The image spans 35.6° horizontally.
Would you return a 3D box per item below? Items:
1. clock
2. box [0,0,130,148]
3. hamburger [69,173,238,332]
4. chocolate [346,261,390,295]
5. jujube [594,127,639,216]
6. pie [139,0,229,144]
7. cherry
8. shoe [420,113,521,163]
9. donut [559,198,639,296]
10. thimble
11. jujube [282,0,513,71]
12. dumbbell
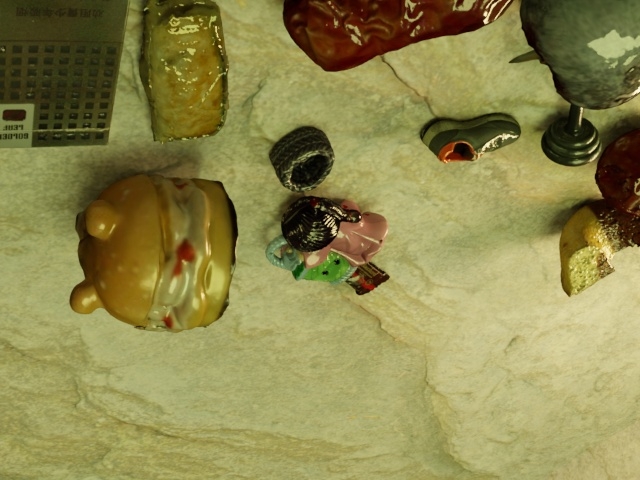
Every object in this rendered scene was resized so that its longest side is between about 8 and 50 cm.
[{"bbox_3d":[0.000,0.000,1.844,0.195,0.100,0.194,17,131,-40],"label":"clock"},{"bbox_3d":[-0.363,-0.254,1.355,0.180,0.047,0.325,-4,142,-23],"label":"box"},{"bbox_3d":[-0.276,0.019,1.587,0.237,0.276,0.276,1,139,-25],"label":"hamburger"},{"bbox_3d":[0.077,0.066,2.033,0.086,0.028,0.182,-32,142,10],"label":"chocolate"},{"bbox_3d":[0.652,-0.139,1.948,0.243,0.183,0.183,-11,145,-30],"label":"jujube"},{"bbox_3d":[-0.197,-0.236,1.452,0.129,0.068,0.282,-12,148,-12],"label":"pie"},{"bbox_3d":[0.426,-0.330,1.512,0.296,0.218,0.255,-30,118,13],"label":"cherry"},{"bbox_3d":[0.276,-0.173,1.773,0.194,0.077,0.074,-5,141,-22],"label":"shoe"},{"bbox_3d":[0.607,-0.027,2.100,0.295,0.151,0.112,-30,133,2],"label":"donut"},{"bbox_3d":[-0.026,-0.135,1.677,0.104,0.066,0.095,-28,142,9],"label":"thimble"},{"bbox_3d":[0.110,-0.348,1.357,0.342,0.216,0.216,-21,148,24],"label":"jujube"},{"bbox_3d":[0.456,-0.235,1.770,0.110,0.110,0.254,-16,139,-8],"label":"dumbbell"}]
